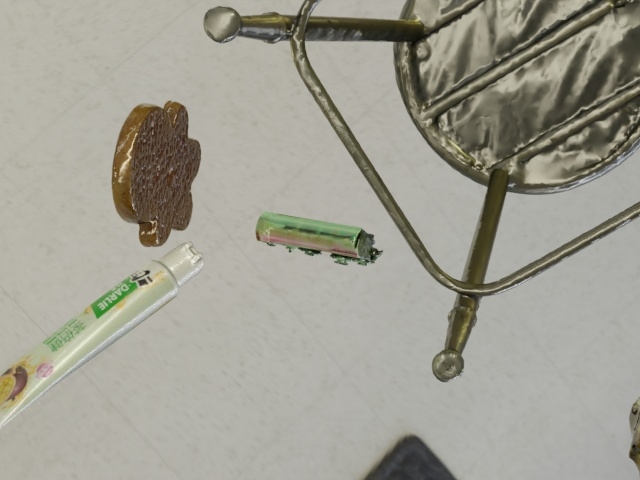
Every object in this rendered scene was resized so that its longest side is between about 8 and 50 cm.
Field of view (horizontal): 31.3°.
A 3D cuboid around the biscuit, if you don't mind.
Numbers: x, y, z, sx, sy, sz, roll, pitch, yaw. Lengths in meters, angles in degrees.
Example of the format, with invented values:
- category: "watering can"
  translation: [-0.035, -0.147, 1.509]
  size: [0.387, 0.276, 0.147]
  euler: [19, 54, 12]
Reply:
- category: "biscuit"
  translation: [-0.195, -0.083, 1.350]
  size: [0.039, 0.236, 0.180]
  euler: [9, 84, 11]

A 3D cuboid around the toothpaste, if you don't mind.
- category: "toothpaste"
  translation: [-0.255, 0.104, 1.240]
  size: [0.314, 0.058, 0.056]
  euler: [-38, 84, -28]

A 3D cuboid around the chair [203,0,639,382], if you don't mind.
- category: "chair"
  translation: [0.191, -0.165, 1.064]
  size: [0.365, 0.410, 0.362]
  euler: [-32, 94, 18]

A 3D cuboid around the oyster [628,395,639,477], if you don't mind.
- category: "oyster"
  translation: [0.295, 0.167, 0.789]
  size: [0.198, 0.133, 0.337]
  euler: [11, 107, -19]

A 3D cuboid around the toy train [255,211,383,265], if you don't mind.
- category: "toy train"
  translation: [0.000, 0.000, 1.303]
  size: [0.071, 0.148, 0.038]
  euler: [28, 74, -60]
